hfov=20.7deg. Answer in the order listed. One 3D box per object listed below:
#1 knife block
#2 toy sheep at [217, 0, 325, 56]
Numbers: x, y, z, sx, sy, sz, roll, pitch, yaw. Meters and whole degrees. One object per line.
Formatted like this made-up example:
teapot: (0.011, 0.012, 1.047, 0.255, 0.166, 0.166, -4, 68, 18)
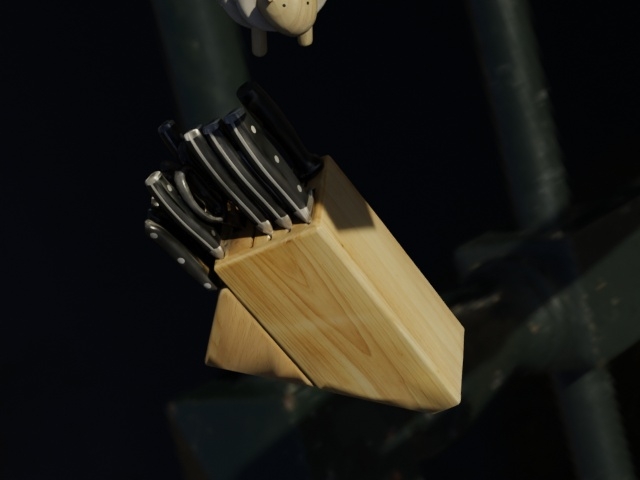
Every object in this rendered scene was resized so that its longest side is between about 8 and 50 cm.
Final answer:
knife block: (0.000, 0.000, 1.323, 0.275, 0.088, 0.242, 13, 133, -4)
toy sheep: (-0.034, -0.179, 1.144, 0.132, 0.091, 0.091, 61, 138, 41)
